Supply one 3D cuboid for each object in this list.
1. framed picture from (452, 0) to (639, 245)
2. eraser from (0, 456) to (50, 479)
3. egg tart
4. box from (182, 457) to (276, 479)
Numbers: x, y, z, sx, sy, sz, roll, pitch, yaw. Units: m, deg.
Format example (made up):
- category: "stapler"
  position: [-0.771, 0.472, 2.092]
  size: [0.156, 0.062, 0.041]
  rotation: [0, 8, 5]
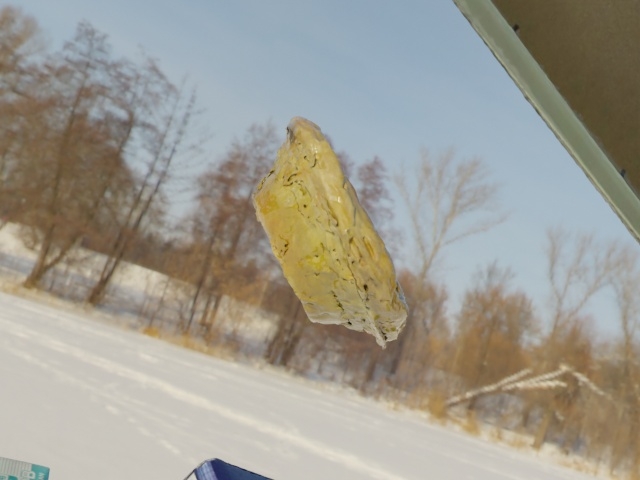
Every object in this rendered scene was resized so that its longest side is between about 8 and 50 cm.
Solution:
- category: "framed picture"
  position: [0.209, -0.149, 0.446]
  size: [0.217, 0.274, 0.017]
  rotation: [49, -11, -18]
- category: "eraser"
  position: [-0.459, 0.411, 1.225]
  size: [0.096, 0.052, 0.225]
  rotation: [20, 18, -20]
- category: "egg tart"
  position: [0.002, 0.003, 1.111]
  size: [0.341, 0.129, 0.341]
  rotation: [62, -3, 6]
- category: "box"
  position: [0.008, 0.257, 0.503]
  size: [0.168, 0.071, 0.259]
  rotation: [32, 10, -36]
